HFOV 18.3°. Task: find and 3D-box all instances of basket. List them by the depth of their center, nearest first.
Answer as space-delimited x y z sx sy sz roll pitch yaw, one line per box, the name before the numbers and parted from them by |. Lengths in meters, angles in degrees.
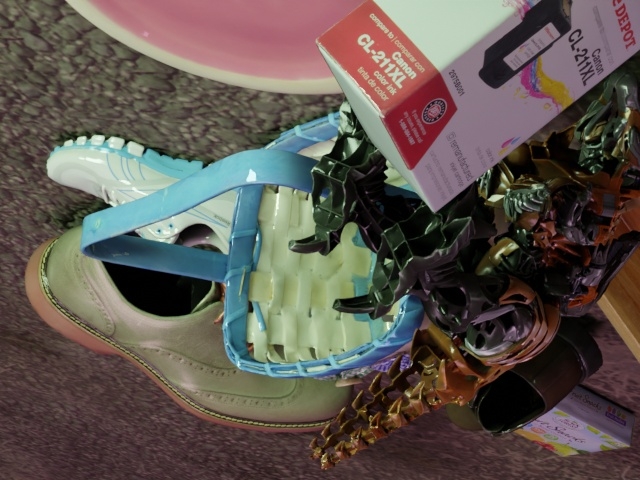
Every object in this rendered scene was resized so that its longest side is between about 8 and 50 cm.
basket | 0.000 0.000 1.479 0.289 0.201 0.254 17 160 -32

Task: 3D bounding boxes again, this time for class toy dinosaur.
toy dinosaur | 0.108 0.021 1.317 0.218 0.322 0.164 32 169 -39

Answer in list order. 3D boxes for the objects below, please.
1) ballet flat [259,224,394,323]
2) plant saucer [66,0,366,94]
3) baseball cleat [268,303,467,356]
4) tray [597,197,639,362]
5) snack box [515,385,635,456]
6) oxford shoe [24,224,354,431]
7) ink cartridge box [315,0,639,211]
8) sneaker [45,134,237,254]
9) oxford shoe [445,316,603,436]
ballet flat | 0.039 0.031 1.718 0.213 0.072 0.068 17 128 -12
plant saucer | -0.046 -0.184 1.225 0.332 0.084 0.332 13 158 5
baseball cleat | 0.033 0.075 1.816 0.206 0.072 0.109 21 164 -7
tray | 0.355 0.111 1.437 0.411 0.076 0.203 55 148 -9
snack box | 0.225 0.168 1.961 0.141 0.037 0.100 27 153 -29
oxford shoe | -0.101 0.085 1.863 0.348 0.123 0.130 24 151 -24
ink cartridge box | 0.100 -0.118 1.162 0.072 0.175 0.127 50 178 31
sneaker | -0.143 -0.030 1.659 0.190 0.083 0.071 12 160 9
oxford shoe | 0.161 0.138 1.830 0.083 0.096 0.227 49 152 1
